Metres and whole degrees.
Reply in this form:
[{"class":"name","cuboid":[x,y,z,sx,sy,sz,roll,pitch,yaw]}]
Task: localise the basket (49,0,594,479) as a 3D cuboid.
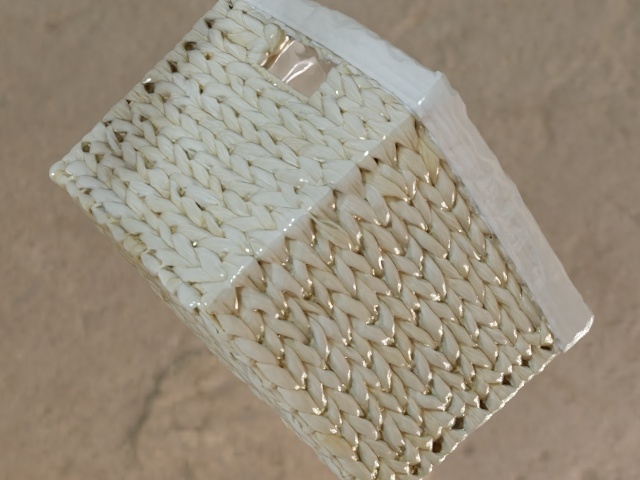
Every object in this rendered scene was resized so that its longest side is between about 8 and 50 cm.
[{"class":"basket","cuboid":[0.000,0.000,1.406,0.266,0.328,0.331,-44,130,-6]}]
